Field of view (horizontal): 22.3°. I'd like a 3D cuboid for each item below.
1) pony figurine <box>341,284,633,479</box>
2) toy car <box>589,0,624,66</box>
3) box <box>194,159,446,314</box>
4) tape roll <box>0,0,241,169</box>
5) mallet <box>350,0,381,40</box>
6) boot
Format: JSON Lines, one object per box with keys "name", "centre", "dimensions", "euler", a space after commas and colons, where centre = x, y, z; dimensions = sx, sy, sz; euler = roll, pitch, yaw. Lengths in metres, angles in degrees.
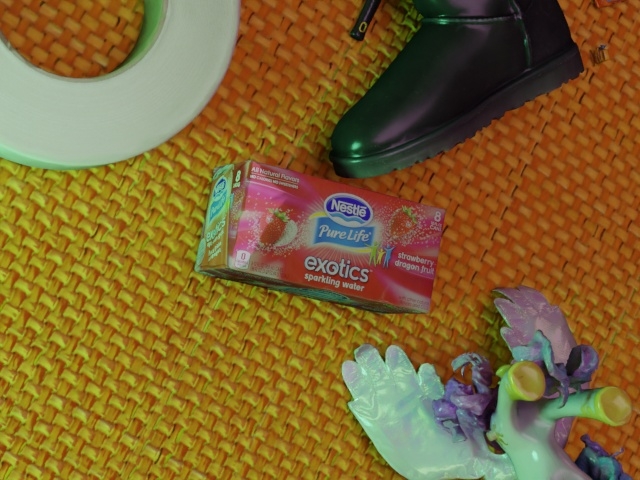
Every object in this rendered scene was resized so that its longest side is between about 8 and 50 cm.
{"name": "pony figurine", "centre": [0.231, 0.224, 1.875], "dimensions": [0.303, 0.363, 0.351], "euler": [-22, 81, -16]}
{"name": "toy car", "centre": [0.383, -0.286, 2.095], "dimensions": [0.060, 0.040, 0.122], "euler": [1, 87, -24]}
{"name": "box", "centre": [0.000, 0.000, 1.865], "dimensions": [0.257, 0.123, 0.128], "euler": [14, 81, -23]}
{"name": "tape roll", "centre": [-0.276, -0.272, 1.784], "dimensions": [0.392, 0.072, 0.392], "euler": [1, 87, -23]}
{"name": "mallet", "centre": [0.091, -0.325, 1.973], "dimensions": [0.062, 0.039, 0.189], "euler": [21, 84, -24]}
{"name": "boot", "centre": [0.095, -0.339, 1.871], "dimensions": [0.367, 0.146, 0.445], "euler": [-30, 112, -28]}
